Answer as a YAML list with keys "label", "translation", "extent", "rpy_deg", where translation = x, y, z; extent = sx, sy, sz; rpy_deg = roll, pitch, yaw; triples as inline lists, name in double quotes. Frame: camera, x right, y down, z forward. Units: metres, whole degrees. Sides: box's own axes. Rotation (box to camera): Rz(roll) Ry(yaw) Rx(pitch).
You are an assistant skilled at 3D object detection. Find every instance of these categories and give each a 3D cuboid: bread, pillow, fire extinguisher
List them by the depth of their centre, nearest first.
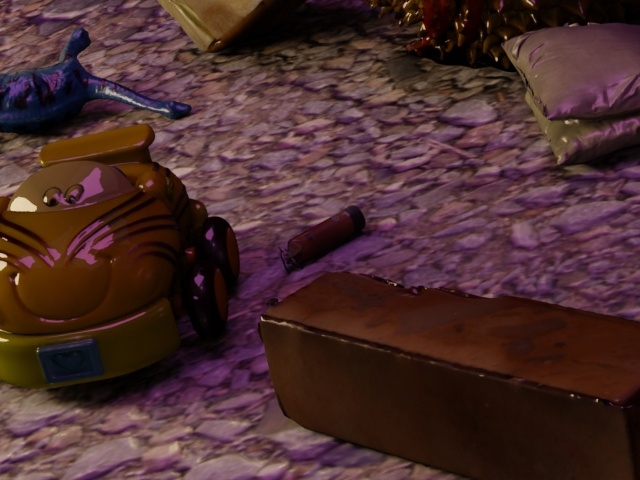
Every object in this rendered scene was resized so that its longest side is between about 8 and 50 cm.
- label: "fire extinguisher"
  translation: [0.000, 0.000, 1.583]
  extent: [0.083, 0.022, 0.028]
  rpy_deg: [-29, 59, -30]
- label: "pillow"
  translation: [0.234, -0.130, 1.671]
  extent: [0.134, 0.078, 0.181]
  rpy_deg: [-13, 26, 1]
- label: "bread"
  translation: [-0.050, -0.284, 2.040]
  extent: [0.192, 0.110, 0.210]
  rpy_deg: [-37, 3, -40]

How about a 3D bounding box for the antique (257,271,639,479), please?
- label: "antique"
  translation: [0.101, 0.089, 1.263]
  extent: [0.310, 0.087, 0.093]
  rpy_deg: [11, 32, 43]

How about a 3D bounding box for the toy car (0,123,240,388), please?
- label: "toy car"
  translation: [-0.173, 0.003, 1.516]
  extent: [0.200, 0.142, 0.248]
  rpy_deg: [-11, 23, 7]

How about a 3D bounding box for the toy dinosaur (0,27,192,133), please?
- label: "toy dinosaur"
  translation: [-0.292, -0.144, 1.977]
  extent: [0.329, 0.076, 0.144]
  rpy_deg: [-3, 31, -3]

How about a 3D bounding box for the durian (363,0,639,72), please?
- label: "durian"
  translation: [0.158, -0.319, 1.856]
  extent: [0.384, 0.347, 0.347]
  rpy_deg: [13, 23, -9]
